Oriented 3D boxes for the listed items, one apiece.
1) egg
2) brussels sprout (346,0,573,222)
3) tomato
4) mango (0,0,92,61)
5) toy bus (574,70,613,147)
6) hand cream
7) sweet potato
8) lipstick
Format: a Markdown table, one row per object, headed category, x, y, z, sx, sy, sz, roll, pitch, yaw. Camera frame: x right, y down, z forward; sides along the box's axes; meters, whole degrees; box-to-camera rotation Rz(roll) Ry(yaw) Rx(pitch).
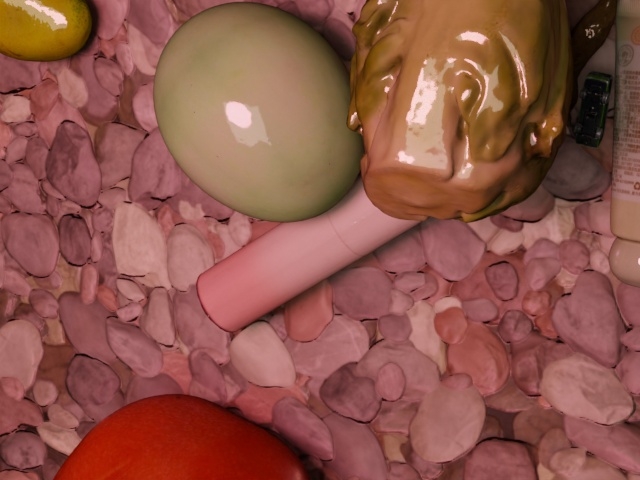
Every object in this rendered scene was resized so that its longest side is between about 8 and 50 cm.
| category | x | y | z | sx | sy | sz | roll | pitch | yaw |
| --- | --- | --- | --- | --- | --- | --- | --- | --- | --- |
| egg | -0.067 | -0.144 | 1.466 | 0.269 | 0.220 | 0.220 | 48 | 113 | 8 |
| brussels sprout | 0.144 | -0.175 | 1.346 | 0.247 | 0.328 | 0.328 | 6 | 103 | 17 |
| tomato | -0.166 | 0.360 | 1.593 | 0.341 | 0.273 | 0.341 | 9 | 120 | 15 |
| mango | -0.369 | -0.280 | 1.626 | 0.163 | 0.089 | 0.117 | 31 | 110 | 12 |
| toy bus | 0.299 | -0.144 | 1.412 | 0.031 | 0.037 | 0.083 | 16 | 126 | 21 |
| hand cream | 0.360 | -0.102 | 1.380 | 0.147 | 0.093 | 0.306 | 16 | 110 | 52 |
| sweet potato | 0.284 | -0.203 | 1.418 | 0.041 | 0.038 | 0.153 | 43 | 120 | 51 |
| lipstick | 0.000 | 0.000 | 1.544 | 0.327 | 0.087 | 0.087 | -31 | 89 | 24 |
